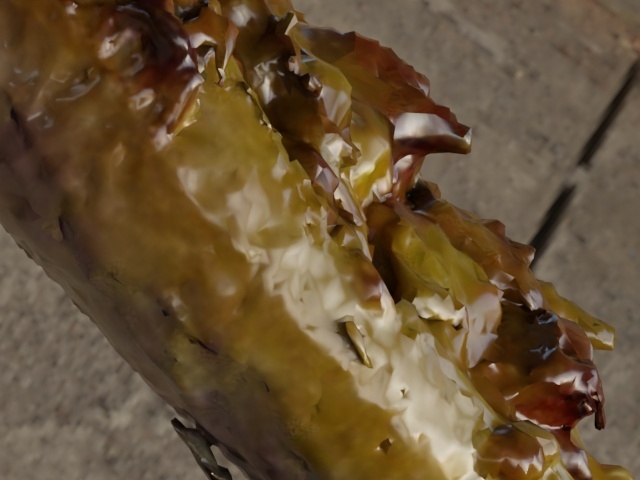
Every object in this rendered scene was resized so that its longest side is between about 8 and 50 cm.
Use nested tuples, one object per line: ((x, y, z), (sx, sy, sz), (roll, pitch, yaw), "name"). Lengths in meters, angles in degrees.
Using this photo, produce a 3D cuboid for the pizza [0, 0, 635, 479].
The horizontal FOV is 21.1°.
((0.000, 0.000, 0.393), (0.305, 0.085, 0.161), (46, 8, -21), "pizza")
